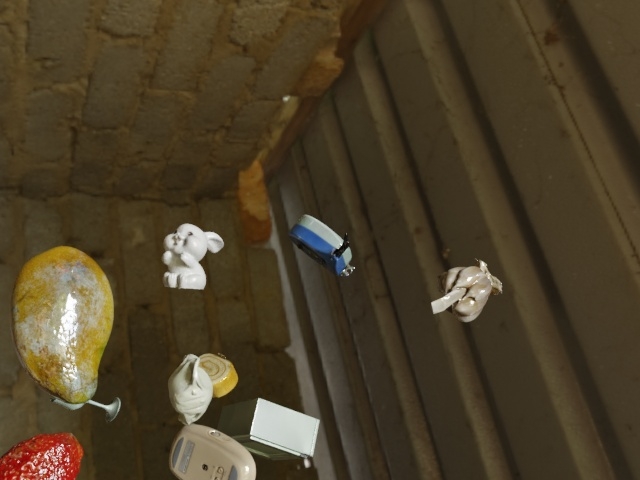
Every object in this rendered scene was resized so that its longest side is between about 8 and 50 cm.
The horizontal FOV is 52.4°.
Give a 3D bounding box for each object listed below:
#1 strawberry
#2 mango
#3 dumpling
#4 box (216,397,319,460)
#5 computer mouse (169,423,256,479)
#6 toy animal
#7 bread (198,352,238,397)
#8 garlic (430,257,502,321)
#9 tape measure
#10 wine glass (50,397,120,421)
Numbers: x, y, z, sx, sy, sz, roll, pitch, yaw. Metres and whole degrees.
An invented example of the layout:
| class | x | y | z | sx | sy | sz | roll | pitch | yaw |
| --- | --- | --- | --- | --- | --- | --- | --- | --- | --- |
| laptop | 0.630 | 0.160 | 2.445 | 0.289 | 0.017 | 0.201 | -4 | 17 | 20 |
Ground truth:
| class | x | y | z | sx | sy | sz | roll | pitch | yaw |
| --- | --- | --- | --- | --- | --- | --- | --- | --- | --- |
| strawberry | -0.846 | 0.702 | 1.970 | 0.257 | 0.277 | 0.257 | 44 | -11 | 10 |
| mango | -0.503 | 0.163 | 1.274 | 0.146 | 0.193 | 0.316 | -32 | -118 | 51 |
| dumpling | -0.296 | 0.321 | 1.479 | 0.134 | 0.100 | 0.169 | -107 | -174 | -48 |
| box | -0.166 | 0.582 | 1.978 | 0.225 | 0.225 | 0.117 | -28 | -138 | 49 |
| computer mouse | -0.251 | 0.526 | 1.531 | 0.237 | 0.082 | 0.145 | 16 | -89 | 29 |
| toy animal | -0.382 | 0.056 | 1.912 | 0.128 | 0.178 | 0.193 | 2 | -104 | 22 |
| bread | -0.317 | 0.391 | 1.891 | 0.149 | 0.122 | 0.073 | 12 | -49 | 35 |
| garlic | 0.316 | 0.132 | 1.494 | 0.131 | 0.194 | 0.127 | 56 | -41 | 5 |
| tape measure | 0.000 | 0.000 | 1.963 | 0.215 | 0.098 | 0.351 | 36 | -11 | 13 |
| wine glass | -0.698 | 0.474 | 1.930 | 0.079 | 0.195 | 0.079 | -29 | -137 | 32 |
